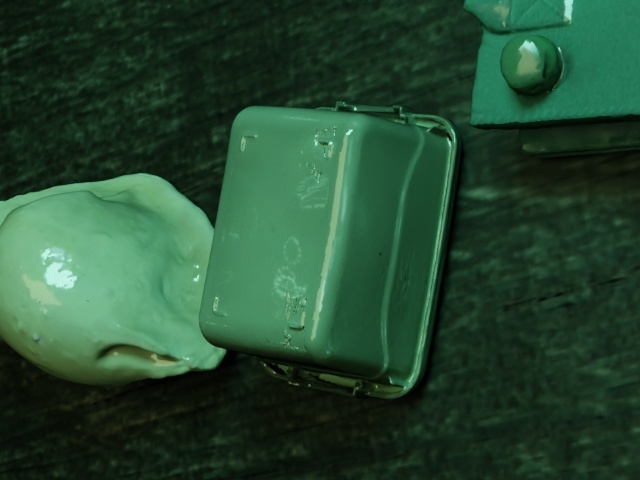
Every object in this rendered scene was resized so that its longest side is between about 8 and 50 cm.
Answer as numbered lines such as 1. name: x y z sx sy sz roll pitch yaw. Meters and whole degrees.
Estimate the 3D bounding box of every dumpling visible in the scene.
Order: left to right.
1. dumpling: -0.138 0.017 1.119 0.155 0.181 0.111 -68 6 -30

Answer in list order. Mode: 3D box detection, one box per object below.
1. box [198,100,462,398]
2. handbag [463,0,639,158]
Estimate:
1. box: 0.000 0.000 1.012 0.124 0.093 0.172 6 85 39
2. handbag: 0.197 -0.181 0.890 0.274 0.100 0.268 2 84 37
